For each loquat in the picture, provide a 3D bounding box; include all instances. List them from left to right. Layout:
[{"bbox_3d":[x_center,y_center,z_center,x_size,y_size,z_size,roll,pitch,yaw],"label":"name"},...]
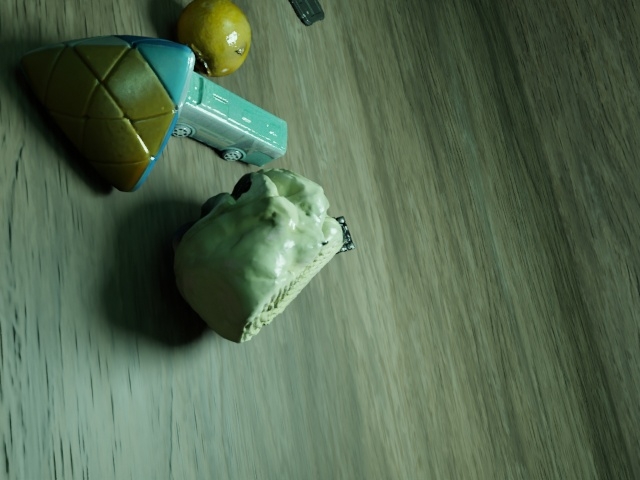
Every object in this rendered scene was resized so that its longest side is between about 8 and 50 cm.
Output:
[{"bbox_3d":[-0.188,-0.367,1.357,0.141,0.141,0.141,29,50,-41],"label":"loquat"}]

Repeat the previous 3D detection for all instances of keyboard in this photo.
[{"bbox_3d":[-0.075,-0.620,1.740,0.262,0.016,0.106,59,36,-11],"label":"keyboard"}]

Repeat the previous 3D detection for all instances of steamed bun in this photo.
[{"bbox_3d":[-0.104,0.007,1.177,0.206,0.275,0.320,40,4,9],"label":"steamed bun"}]

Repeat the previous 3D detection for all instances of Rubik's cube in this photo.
[{"bbox_3d":[-0.320,-0.238,1.130,0.254,0.254,0.255,29,50,-41],"label":"Rubik's cube"}]

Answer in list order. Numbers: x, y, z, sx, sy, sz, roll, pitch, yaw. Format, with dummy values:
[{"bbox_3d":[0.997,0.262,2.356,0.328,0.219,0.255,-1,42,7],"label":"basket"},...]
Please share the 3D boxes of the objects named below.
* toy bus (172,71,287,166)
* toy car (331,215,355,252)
[{"bbox_3d":[-0.176,-0.211,1.315,0.261,0.109,0.091,20,62,-45],"label":"toy bus"},{"bbox_3d":[0.000,0.000,1.462,0.165,0.062,0.071,-13,81,-55],"label":"toy car"}]
